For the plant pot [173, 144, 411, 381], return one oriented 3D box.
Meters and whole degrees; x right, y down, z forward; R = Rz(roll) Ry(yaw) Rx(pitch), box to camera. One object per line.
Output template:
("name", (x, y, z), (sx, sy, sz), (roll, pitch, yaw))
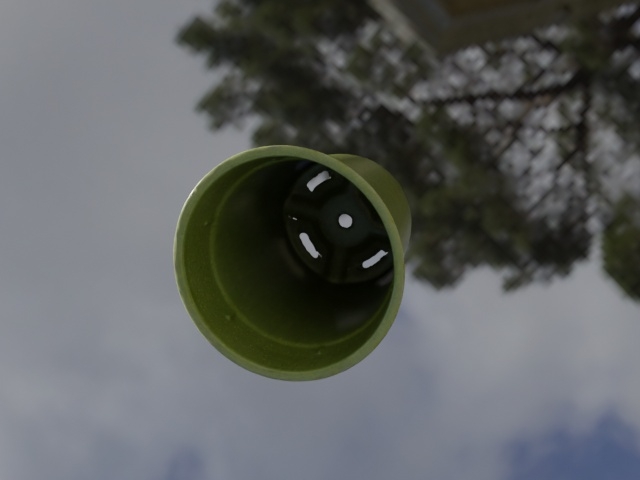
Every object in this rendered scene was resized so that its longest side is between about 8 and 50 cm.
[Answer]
("plant pot", (0.000, 0.000, 0.709), (0.083, 0.083, 0.079), (45, -159, 4))
